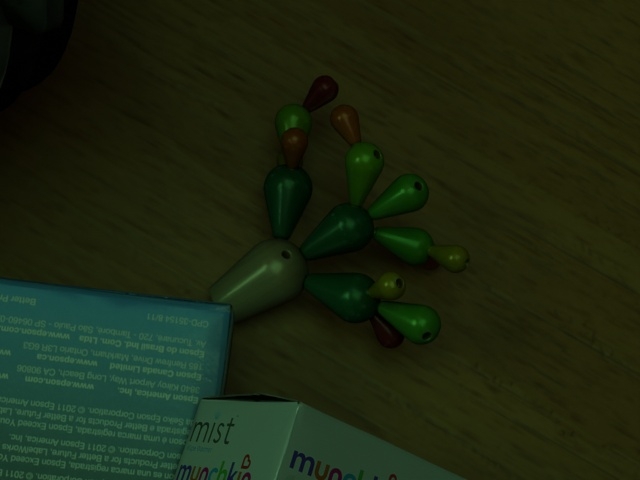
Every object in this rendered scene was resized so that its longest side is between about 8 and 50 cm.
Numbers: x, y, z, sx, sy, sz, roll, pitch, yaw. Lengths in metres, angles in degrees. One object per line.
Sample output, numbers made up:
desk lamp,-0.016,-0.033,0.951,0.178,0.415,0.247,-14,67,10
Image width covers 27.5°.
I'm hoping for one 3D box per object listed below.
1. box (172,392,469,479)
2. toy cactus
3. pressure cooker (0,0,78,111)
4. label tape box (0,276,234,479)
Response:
box,0.018,0.251,0.836,0.262,0.127,0.231,30,70,-29
toy cactus,0.000,0.000,0.986,0.180,0.112,0.219,-32,82,5
pressure cooker,-0.350,-0.217,0.830,0.420,0.375,0.370,-28,87,-37
label tape box,-0.198,0.197,0.884,0.241,0.106,0.333,8,80,-5
